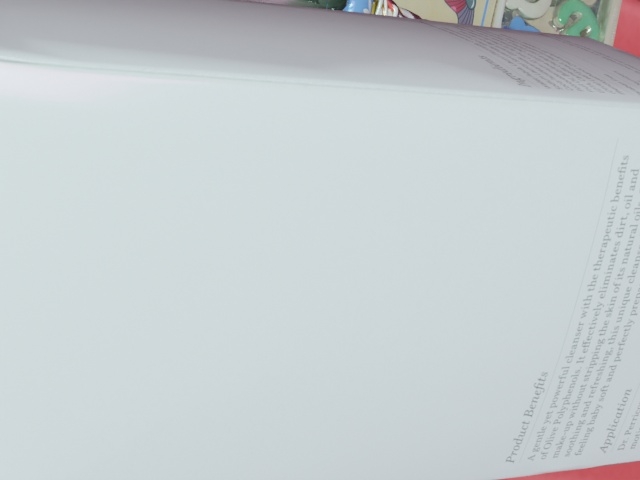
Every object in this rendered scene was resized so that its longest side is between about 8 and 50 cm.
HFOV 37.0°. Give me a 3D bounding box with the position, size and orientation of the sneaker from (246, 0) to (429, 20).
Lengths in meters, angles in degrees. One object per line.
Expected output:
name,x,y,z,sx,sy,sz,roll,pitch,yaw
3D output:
sneaker,0.021,-0.109,0.527,0.185,0.084,0.069,10,83,-22

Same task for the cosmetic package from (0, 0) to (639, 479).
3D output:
cosmetic package,0.000,0.000,0.439,0.365,0.155,0.197,2,115,-24

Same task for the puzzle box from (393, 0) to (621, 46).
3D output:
puzzle box,-0.003,-0.124,0.592,0.409,0.052,0.272,17,81,-21
